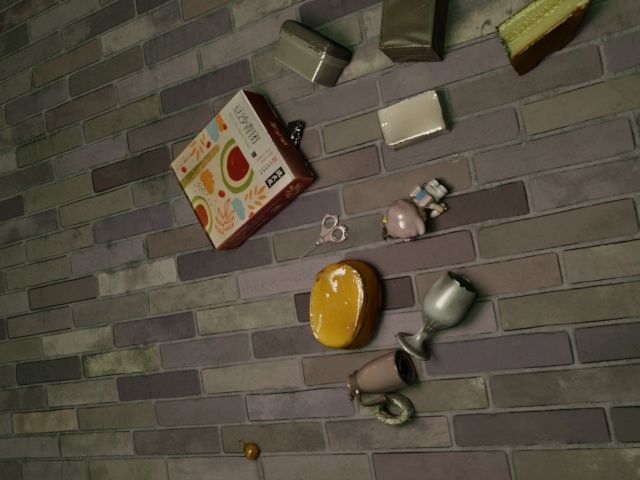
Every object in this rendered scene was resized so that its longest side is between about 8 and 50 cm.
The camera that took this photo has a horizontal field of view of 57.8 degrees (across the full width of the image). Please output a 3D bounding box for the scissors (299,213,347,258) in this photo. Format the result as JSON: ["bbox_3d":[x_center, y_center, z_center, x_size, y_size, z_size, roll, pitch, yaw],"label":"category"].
[{"bbox_3d":[0.000,0.000,1.791,0.189,0.015,0.100,-42,71,22],"label":"scissors"}]

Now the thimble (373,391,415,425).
[{"bbox_3d":[0.211,0.482,1.654,0.110,0.062,0.084,9,97,27],"label":"thimble"}]

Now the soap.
[{"bbox_3d":[0.260,-0.336,1.634,0.183,0.064,0.121,-16,82,25],"label":"soap"}]

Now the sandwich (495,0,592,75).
[{"bbox_3d":[0.564,-0.540,1.450,0.236,0.128,0.122,-31,72,22],"label":"sandwich"}]

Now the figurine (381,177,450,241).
[{"bbox_3d":[0.258,-0.078,1.613,0.229,0.112,0.137,-44,66,9],"label":"figurine"}]

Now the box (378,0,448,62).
[{"bbox_3d":[0.260,-0.620,1.588,0.149,0.155,0.231,7,91,24],"label":"box"}]

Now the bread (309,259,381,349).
[{"bbox_3d":[0.071,0.187,1.681,0.196,0.143,0.269,9,92,29],"label":"bread"}]

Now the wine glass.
[{"bbox_3d":[0.316,0.203,1.569,0.126,0.126,0.241,40,110,21],"label":"wine glass"}]

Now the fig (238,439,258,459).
[{"bbox_3d":[-0.237,0.677,1.887,0.083,0.050,0.050,29,102,34],"label":"fig"}]

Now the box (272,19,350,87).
[{"bbox_3d":[-0.030,-0.560,1.738,0.210,0.148,0.129,38,114,24],"label":"box"}]

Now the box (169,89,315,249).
[{"bbox_3d":[-0.260,-0.215,1.840,0.385,0.122,0.344,-39,73,27],"label":"box"}]

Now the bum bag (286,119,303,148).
[{"bbox_3d":[-0.088,-0.318,1.824,0.058,0.034,0.124,22,102,26],"label":"bum bag"}]

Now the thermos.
[{"bbox_3d":[0.161,0.402,1.647,0.193,0.105,0.137,-27,42,29],"label":"thermos"}]
